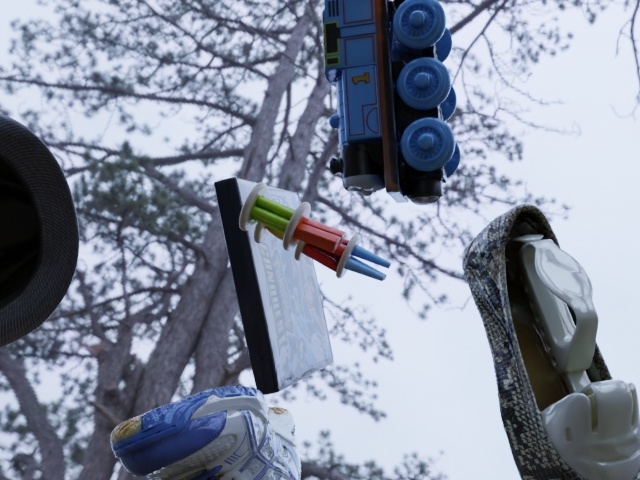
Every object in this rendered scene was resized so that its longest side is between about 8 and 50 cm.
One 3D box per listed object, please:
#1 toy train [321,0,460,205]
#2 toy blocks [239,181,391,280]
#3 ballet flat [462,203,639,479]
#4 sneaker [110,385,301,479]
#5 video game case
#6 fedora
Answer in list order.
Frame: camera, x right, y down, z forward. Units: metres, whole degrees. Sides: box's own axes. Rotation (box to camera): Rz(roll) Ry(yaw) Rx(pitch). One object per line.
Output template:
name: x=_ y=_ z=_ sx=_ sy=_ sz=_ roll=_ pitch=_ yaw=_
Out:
toy train: x=0.057 y=-0.118 z=0.578 sx=0.105 sy=0.184 sz=0.080 roll=-4 pitch=-5 yaw=16
toy blocks: x=0.000 y=0.000 z=0.728 sx=0.148 sy=0.054 sz=0.123 roll=23 pitch=-7 yaw=10
ballet flat: x=0.304 y=0.156 z=0.895 sx=0.164 sy=0.482 sz=0.182 roll=0 pitch=-34 yaw=-16
sneaker: x=-0.077 y=0.217 z=0.645 sx=0.112 sy=0.130 sz=0.296 roll=-21 pitch=-24 yaw=13
video game case: x=-0.056 y=0.057 z=0.984 sx=0.035 sy=0.274 sz=0.248 roll=-14 pitch=-5 yaw=16
fedora: x=-0.367 y=-0.009 z=0.719 sx=0.276 sy=0.124 sz=0.243 roll=-17 pitch=-85 yaw=0
